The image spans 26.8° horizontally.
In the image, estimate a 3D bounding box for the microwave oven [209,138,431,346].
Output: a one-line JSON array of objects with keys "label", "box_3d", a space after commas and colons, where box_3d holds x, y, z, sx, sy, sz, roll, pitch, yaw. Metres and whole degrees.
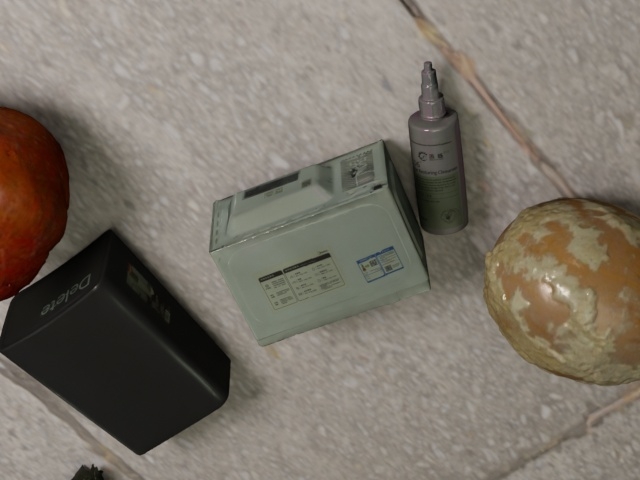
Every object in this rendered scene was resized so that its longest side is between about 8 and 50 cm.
[{"label": "microwave oven", "box_3d": [0.000, 0.000, 1.487, 0.208, 0.122, 0.162, -19, 119, 10]}]

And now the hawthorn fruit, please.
[{"label": "hawthorn fruit", "box_3d": [-0.392, -0.048, 1.370, 0.299, 0.211, 0.211, 15, 125, -43]}]

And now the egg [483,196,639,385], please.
[{"label": "egg", "box_3d": [0.297, 0.057, 1.475, 0.245, 0.203, 0.203, 25, 119, 6]}]

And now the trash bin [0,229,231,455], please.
[{"label": "trash bin", "box_3d": [-0.233, 0.129, 1.569, 0.165, 0.115, 0.225, -33, 118, 19]}]

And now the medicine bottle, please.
[{"label": "medicine bottle", "box_3d": [0.126, -0.103, 1.464, 0.057, 0.058, 0.199, -6, 121, 3]}]

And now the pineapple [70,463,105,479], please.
[{"label": "pineapple", "box_3d": [-0.231, 0.383, 1.727, 0.251, 0.125, 0.125, 37, 114, -14]}]
